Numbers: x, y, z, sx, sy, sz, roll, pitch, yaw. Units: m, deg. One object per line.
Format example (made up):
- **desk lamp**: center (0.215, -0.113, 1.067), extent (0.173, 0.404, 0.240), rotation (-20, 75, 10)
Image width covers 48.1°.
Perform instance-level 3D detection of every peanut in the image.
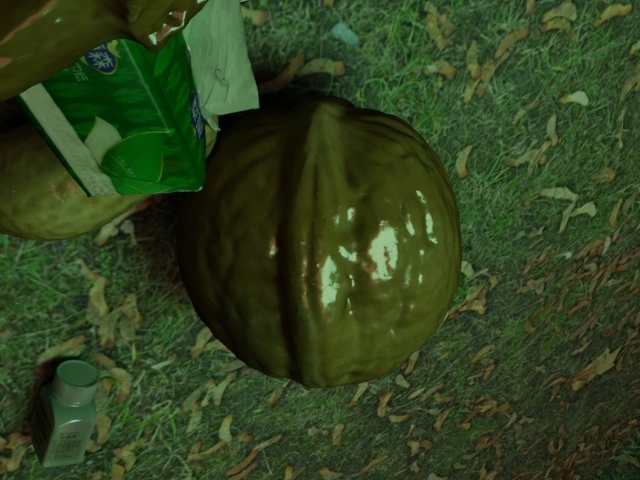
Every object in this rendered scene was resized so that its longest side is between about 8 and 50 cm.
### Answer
- **peanut**: center (-0.217, -0.077, 0.661), extent (0.253, 0.137, 0.122), rotation (-33, 139, -6)

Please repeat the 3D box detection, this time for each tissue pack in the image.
- **tissue pack**: center (-0.126, -0.146, 0.494), extent (0.156, 0.148, 0.209), rotation (-4, 152, 3)

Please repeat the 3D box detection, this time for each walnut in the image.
- **walnut**: center (0.000, 0.000, 0.778), extent (0.333, 0.333, 0.332), rotation (-19, 133, -23)

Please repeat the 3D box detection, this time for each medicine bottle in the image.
- **medicine bottle**: center (-0.307, 0.206, 0.866), extent (0.055, 0.074, 0.118), rotation (7, 119, -38)

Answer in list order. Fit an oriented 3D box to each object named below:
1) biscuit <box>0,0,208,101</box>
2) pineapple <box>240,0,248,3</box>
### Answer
- **biscuit**: center (-0.149, -0.289, 0.371), extent (0.368, 0.394, 0.076), rotation (-37, 167, -4)
- **pineapple**: center (-0.075, -0.290, 0.609), extent (0.186, 0.114, 0.236), rotation (5, 119, -52)
